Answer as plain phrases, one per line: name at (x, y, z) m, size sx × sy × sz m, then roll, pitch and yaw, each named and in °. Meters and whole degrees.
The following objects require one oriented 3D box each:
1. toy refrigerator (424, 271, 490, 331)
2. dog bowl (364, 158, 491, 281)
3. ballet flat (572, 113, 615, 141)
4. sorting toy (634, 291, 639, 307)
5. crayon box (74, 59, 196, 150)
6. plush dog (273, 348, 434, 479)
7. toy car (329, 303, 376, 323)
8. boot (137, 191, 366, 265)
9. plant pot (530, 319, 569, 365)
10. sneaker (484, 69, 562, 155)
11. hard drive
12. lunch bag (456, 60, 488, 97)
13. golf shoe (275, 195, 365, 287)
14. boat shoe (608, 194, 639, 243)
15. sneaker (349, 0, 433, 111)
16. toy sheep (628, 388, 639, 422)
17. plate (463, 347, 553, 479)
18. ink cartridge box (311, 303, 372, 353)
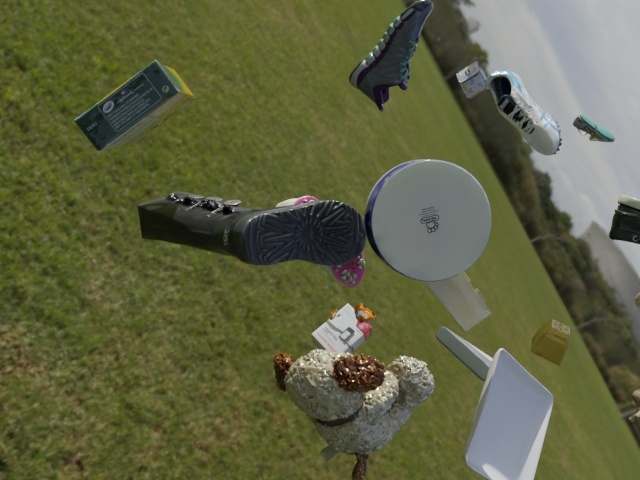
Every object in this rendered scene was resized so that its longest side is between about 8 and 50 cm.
toy refrigerator at (0.320, 0.105, 1.787) m, size 0.269 × 0.094 × 0.102 m, roll 48°, pitch 7°, yaw -41°
dog bowl at (0.231, -0.045, 1.575) m, size 0.264 × 0.265 × 0.104 m, roll 60°, pitch -1°, yaw -6°
ballet flat at (0.624, -0.251, 1.663) m, size 0.114 × 0.041 × 0.041 m, roll 26°, pitch 30°, yaw -20°
sorting toy at (0.931, 0.175, 1.842) m, size 0.038 × 0.193 × 0.208 m, roll -33°, pitch 69°, yaw -34°
crayon box at (-0.389, -0.288, 1.567) m, size 0.083 × 0.203 × 0.323 m, roll 54°, pitch 2°, yaw -9°
plush dog at (0.031, 0.266, 1.222) m, size 0.225 × 0.262 × 0.210 m, roll 49°, pitch 46°, yaw -35°
toy car at (0.080, 0.203, 1.863) m, size 0.060 × 0.122 × 0.040 m, roll 55°, pitch 38°, yaw -21°
boot at (-0.168, -0.033, 1.702) m, size 0.367 × 0.445 × 0.146 m, roll 1°, pitch 93°, yaw -42°
plant pot at (0.590, 0.250, 1.830) m, size 0.081 × 0.083 × 0.081 m, roll 26°, pitch 24°, yaw 9°
sneaker at (0.439, -0.276, 1.583) m, size 0.086 × 0.085 × 0.237 m, roll -11°, pitch 60°, yaw -31°
hard drive at (0.513, 0.391, 2.155) m, size 0.353 × 0.047 × 0.233 m, roll 34°, pitch 6°, yaw -40°
lunch bag at (0.431, -0.456, 2.052) m, size 0.053 × 0.071 × 0.083 m, roll -17°, pitch 81°, yaw -64°
golf shoe at (0.000, 0.000, 1.814) m, size 0.115 × 0.140 × 0.306 m, roll -53°, pitch 124°, yaw -22°
boat shoe at (0.767, 0.023, 1.531) m, size 0.340 × 0.113 × 0.127 m, roll 25°, pitch 6°, yaw -8°
sneaker at (0.152, -0.341, 1.333) m, size 0.098 × 0.223 × 0.083 m, roll 47°, pitch 43°, yaw 2°
toy sheep at (0.622, 0.322, 1.310) m, size 0.132 × 0.091 × 0.091 m, roll 48°, pitch 12°, yaw 18°
plate at (0.429, 0.428, 1.664) m, size 0.278 × 0.045 × 0.277 m, roll 40°, pitch 61°, yaw -34°
ink cartridge box at (0.063, 0.280, 2.153) m, size 0.109 × 0.150 × 0.063 m, roll 44°, pitch -18°, yaw 21°
